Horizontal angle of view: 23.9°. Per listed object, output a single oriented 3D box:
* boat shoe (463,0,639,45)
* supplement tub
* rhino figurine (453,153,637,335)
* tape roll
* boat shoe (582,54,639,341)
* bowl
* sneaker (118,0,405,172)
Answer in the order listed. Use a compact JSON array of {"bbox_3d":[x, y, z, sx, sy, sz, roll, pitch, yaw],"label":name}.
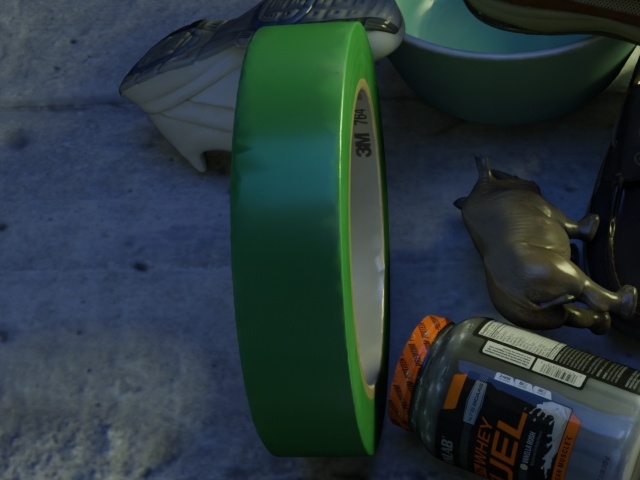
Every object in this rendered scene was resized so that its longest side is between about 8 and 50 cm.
[{"bbox_3d":[0.265,-0.222,1.178,0.324,0.120,0.123,3,55,10],"label":"boat shoe"},{"bbox_3d":[0.154,0.129,1.136,0.190,0.117,0.117,19,58,22],"label":"supplement tub"},{"bbox_3d":[0.169,-0.004,1.235,0.106,0.073,0.243,9,29,-15],"label":"rhino figurine"},{"bbox_3d":[0.000,0.000,1.128,0.077,0.321,0.321,-1,53,8],"label":"tape roll"},{"bbox_3d":[0.293,-0.080,1.262,0.132,0.130,0.355,6,54,13],"label":"boat shoe"},{"bbox_3d":[0.171,-0.224,1.370,0.311,0.163,0.312,-4,52,6],"label":"bowl"},{"bbox_3d":[-0.037,-0.143,1.307,0.297,0.129,0.111,-12,31,43],"label":"sneaker"}]
